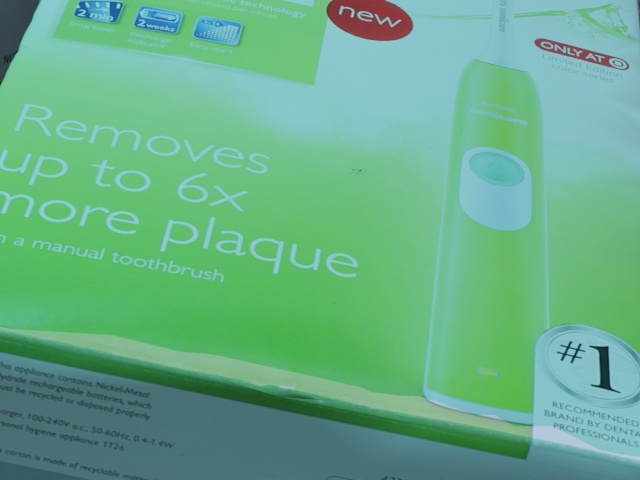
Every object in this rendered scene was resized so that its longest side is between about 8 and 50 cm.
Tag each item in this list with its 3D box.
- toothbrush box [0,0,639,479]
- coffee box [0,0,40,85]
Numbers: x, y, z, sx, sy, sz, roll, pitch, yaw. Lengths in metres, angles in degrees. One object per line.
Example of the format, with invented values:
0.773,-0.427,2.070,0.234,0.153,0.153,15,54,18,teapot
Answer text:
-0.004,0.001,0.595,0.206,0.122,0.283,12,35,-1,toothbrush box
-0.281,-0.159,0.873,0.338,0.334,0.338,36,43,25,coffee box
